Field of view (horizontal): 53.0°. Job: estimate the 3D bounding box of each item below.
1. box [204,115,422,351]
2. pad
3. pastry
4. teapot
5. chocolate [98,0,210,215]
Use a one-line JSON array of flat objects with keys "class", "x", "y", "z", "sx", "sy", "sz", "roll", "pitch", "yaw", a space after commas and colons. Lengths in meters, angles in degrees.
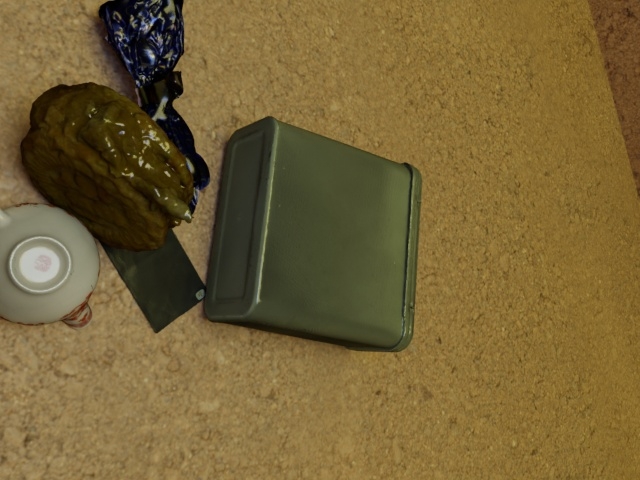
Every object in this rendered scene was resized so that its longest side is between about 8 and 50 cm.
[{"class": "box", "x": 0.000, "y": 0.000, "z": 1.120, "sx": 0.344, "sy": 0.177, "sz": 0.351, "roll": 16, "pitch": 74, "yaw": -38}, {"class": "pad", "x": -0.260, "y": 0.035, "z": 1.003, "sx": 0.116, "sy": 0.004, "sz": 0.193, "roll": -39, "pitch": 109, "yaw": -38}, {"class": "pastry", "x": -0.277, "y": -0.104, "z": 0.859, "sx": 0.240, "sy": 0.235, "sz": 0.132, "roll": 40, "pitch": 56, "yaw": -17}, {"class": "teapot", "x": -0.381, "y": 0.020, "z": 0.844, "sx": 0.159, "sy": 0.116, "sz": 0.245, "roll": -32, "pitch": 100, "yaw": -14}, {"class": "chocolate", "x": -0.240, "y": -0.202, "z": 0.967, "sx": 0.126, "sy": 0.148, "sz": 0.343, "roll": -10, "pitch": 88, "yaw": -34}]
